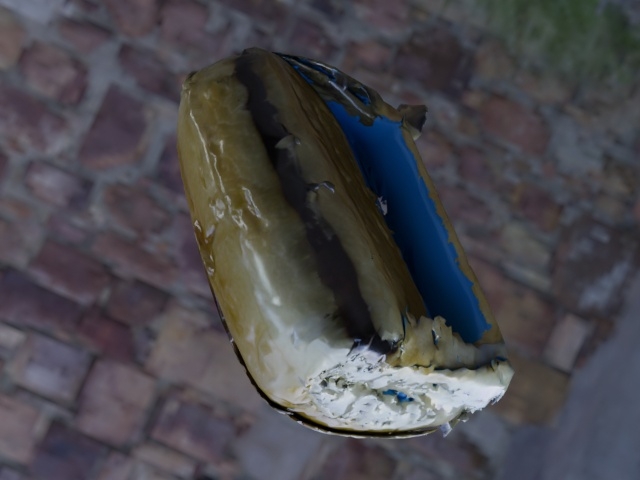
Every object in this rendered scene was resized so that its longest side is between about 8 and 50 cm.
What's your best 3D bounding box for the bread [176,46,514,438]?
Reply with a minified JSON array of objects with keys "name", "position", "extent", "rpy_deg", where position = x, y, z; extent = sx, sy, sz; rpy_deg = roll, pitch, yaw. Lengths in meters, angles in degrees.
[{"name":"bread","position":[0.000,0.000,0.477],"extent":[0.072,0.053,0.106],"rpy_deg":[17,-142,-42]}]
